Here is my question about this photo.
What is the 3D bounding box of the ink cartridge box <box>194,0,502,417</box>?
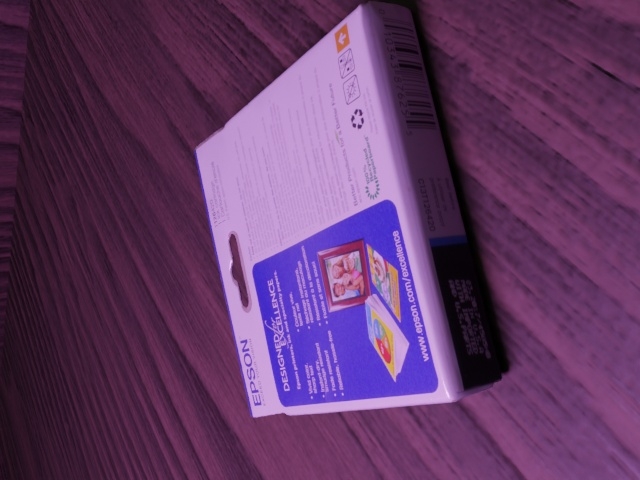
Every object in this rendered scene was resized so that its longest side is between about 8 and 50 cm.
[{"bbox_3d":[0.000,0.000,0.620,0.307,0.072,0.304,-25,76,55],"label":"ink cartridge box"}]
